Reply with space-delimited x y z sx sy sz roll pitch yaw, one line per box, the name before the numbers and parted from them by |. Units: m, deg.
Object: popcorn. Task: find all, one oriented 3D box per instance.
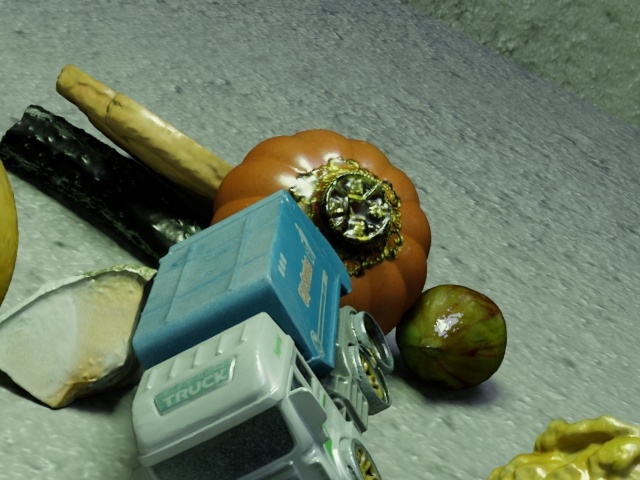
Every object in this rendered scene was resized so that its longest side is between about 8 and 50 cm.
popcorn | 0.201 0.210 1.215 0.163 0.140 0.194 3 -17 -13

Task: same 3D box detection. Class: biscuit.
biscuit | -0.172 -0.096 1.706 0.269 0.051 0.376 35 -2 -7

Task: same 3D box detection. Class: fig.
fig | 0.125 0.097 1.546 0.109 0.103 0.154 4 6 11

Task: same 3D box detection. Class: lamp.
lamp | 0.000 0.000 1.525 0.223 0.223 0.196 16 -25 -16

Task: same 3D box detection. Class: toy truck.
toy truck | -0.044 0.100 1.196 0.175 0.146 0.367 58 12 -18

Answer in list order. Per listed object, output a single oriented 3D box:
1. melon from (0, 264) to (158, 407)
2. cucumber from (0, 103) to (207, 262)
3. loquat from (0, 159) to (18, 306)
melon | -0.174 0.072 1.302 0.202 0.139 0.093 -2 52 -54
cucumber | -0.215 -0.051 1.636 0.303 0.081 0.072 30 -22 26
loquat | -0.354 -0.012 1.158 0.263 0.263 0.263 19 19 -7
